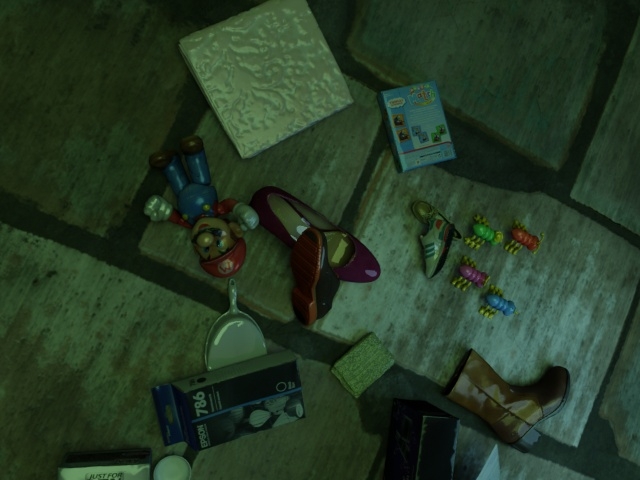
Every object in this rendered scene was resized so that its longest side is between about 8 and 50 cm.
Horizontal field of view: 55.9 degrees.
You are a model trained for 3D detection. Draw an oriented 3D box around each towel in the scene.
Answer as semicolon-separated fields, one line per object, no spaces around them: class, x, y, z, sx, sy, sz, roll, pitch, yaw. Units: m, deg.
towel;-0.123;-0.401;1.456;0.332;0.053;0.317;-29;97;-14
towel;0.106;0.309;1.512;0.148;0.027;0.110;-41;98;-12

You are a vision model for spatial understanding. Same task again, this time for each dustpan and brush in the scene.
dustpan and brush;-0.201;0.196;1.420;0.147;0.060;0.211;-2;96;-19

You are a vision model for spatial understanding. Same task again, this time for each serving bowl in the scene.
serving bowl;-0.338;0.529;1.379;0.083;0.027;0.083;1;88;-15

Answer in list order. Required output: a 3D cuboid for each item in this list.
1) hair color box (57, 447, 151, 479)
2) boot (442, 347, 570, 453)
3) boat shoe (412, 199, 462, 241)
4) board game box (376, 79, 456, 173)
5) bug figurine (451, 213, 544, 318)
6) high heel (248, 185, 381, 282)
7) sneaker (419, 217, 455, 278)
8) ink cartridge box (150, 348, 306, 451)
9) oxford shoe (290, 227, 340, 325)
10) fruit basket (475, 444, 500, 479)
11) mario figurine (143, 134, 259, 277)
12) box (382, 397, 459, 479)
hair color box;-0.462;0.652;1.293;0.185;0.113;0.374;2;88;-13
boot;0.496;0.379;1.606;0.280;0.096;0.264;39;86;-4
boat shoe;0.305;-0.051;1.567;0.153;0.048;0.056;43;78;-11
board game box;0.250;-0.296;1.564;0.160;0.039;0.211;-16;93;-16
bug figurine;0.469;0.062;1.598;0.216;0.072;0.279;24;82;-14
high heel;0.000;0.000;1.411;0.377;0.181;0.127;26;82;-13
sneaker;0.288;0.017;1.553;0.057;0.075;0.161;-23;133;-51
ink cartridge box;-0.205;0.373;1.383;0.333;0.065;0.165;-14;110;-15
oxford shoe;-0.007;0.075;1.409;0.098;0.097;0.271;-21;137;-30
fruit basket;0.369;0.726;1.455;0.327;0.165;0.353;-31;112;-50
mario figurine;-0.266;-0.067;1.335;0.170;0.198;0.320;-24;89;-42
box;0.236;0.534;1.460;0.103;0.184;0.261;9;86;-12
